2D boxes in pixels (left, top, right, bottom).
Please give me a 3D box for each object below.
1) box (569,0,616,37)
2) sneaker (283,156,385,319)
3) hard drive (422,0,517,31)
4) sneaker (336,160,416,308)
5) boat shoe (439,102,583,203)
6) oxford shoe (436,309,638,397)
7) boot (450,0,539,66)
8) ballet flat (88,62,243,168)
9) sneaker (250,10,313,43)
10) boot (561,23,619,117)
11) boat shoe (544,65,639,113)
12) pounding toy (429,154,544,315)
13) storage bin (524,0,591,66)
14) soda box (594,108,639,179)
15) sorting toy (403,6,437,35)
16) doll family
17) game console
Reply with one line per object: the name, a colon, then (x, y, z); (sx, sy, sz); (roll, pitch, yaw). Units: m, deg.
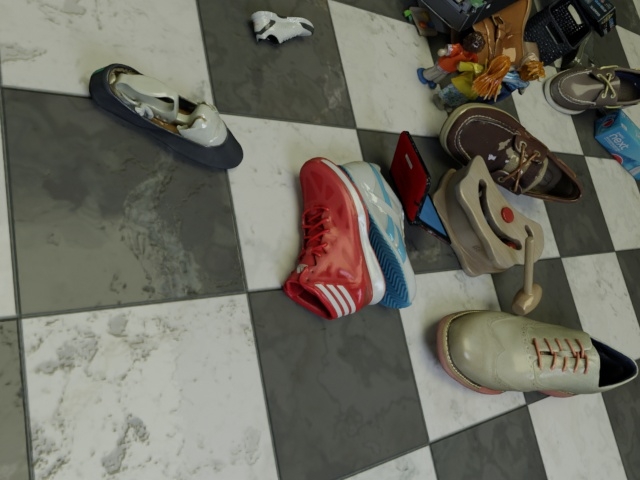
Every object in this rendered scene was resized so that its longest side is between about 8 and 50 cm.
box: (0.700, -0.658, 1.389); (0.220, 0.051, 0.175); (56, 28, 12)
sneaker: (0.000, 0.000, 0.689); (0.128, 0.087, 0.221); (-22, 86, -40)
hard drive: (0.311, -0.571, 1.062); (0.339, 0.064, 0.237); (-36, 77, -30)
sneaker: (0.090, -0.012, 0.759); (0.092, 0.087, 0.228); (-22, 89, -43)
boat shoe: (0.369, -0.147, 0.962); (0.342, 0.123, 0.123); (22, 18, -34)
oxford shoe: (0.358, 0.178, 0.843); (0.397, 0.147, 0.140); (12, 67, -32)
boot: (0.351, -0.478, 1.119); (0.220, 0.109, 0.283); (-10, 87, -34)
ballet flat: (-0.174, -0.150, 0.626); (0.203, 0.074, 0.074); (26, 60, -27)
sneaker: (-0.058, -0.321, 0.798); (0.109, 0.040, 0.043); (-8, 95, -34)
boot: (0.752, -0.457, 1.406); (0.209, 0.076, 0.189); (35, 70, -13)
boat shoe: (0.709, -0.382, 1.296); (0.325, 0.097, 0.116); (-5, 91, -23)
pounding toy: (0.324, -0.023, 0.886); (0.154, 0.155, 0.269); (-30, 92, -35)
storage bin: (0.600, -0.537, 1.319); (0.180, 0.084, 0.122); (-42, 100, -37)
soda box: (0.827, -0.253, 1.389); (0.210, 0.071, 0.067); (33, 58, -22)
sorting toy: (0.200, -0.441, 1.039); (0.083, 0.012, 0.061); (-17, 85, -39)
doll family: (0.325, -0.299, 0.981); (0.263, 0.163, 0.118); (0, 74, -36)
game console: (0.166, -0.084, 0.809); (0.085, 0.124, 0.143); (2, 41, -12)
